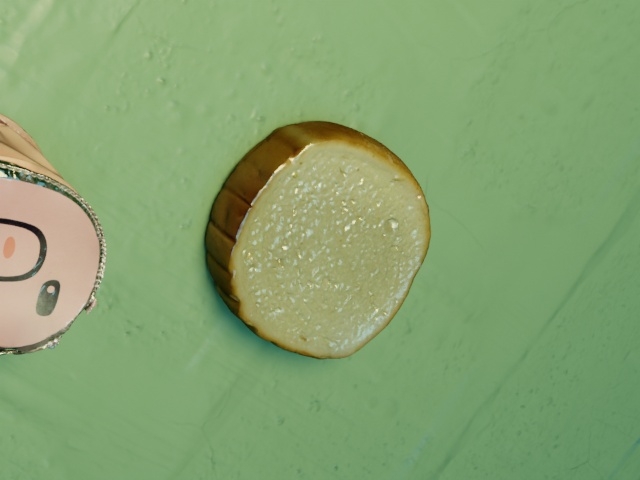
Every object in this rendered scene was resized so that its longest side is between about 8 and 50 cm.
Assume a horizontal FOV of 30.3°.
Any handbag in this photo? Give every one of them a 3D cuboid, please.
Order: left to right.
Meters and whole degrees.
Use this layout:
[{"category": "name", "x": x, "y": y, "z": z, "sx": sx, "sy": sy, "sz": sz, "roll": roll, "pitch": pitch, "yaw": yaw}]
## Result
[{"category": "handbag", "x": -0.282, "y": -0.007, "z": 0.929, "sx": 0.205, "sy": 0.116, "sz": 0.179, "roll": 5, "pitch": 109, "yaw": -35}]

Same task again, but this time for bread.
[{"category": "bread", "x": 0.000, "y": 0.000, "z": 1.142, "sx": 0.236, "sy": 0.070, "sz": 0.236, "roll": -13, "pitch": 117, "yaw": -26}]
